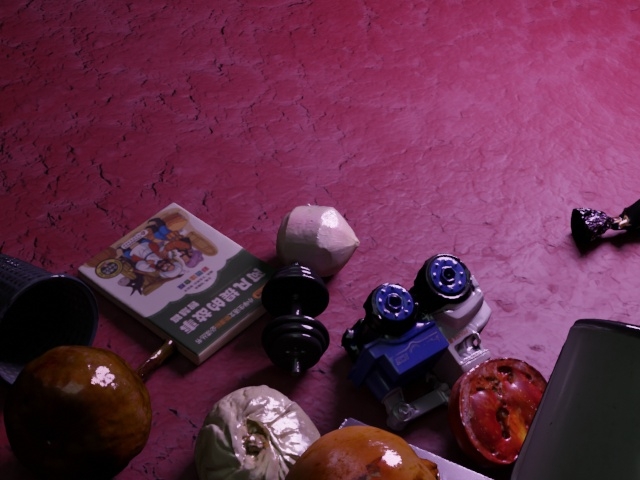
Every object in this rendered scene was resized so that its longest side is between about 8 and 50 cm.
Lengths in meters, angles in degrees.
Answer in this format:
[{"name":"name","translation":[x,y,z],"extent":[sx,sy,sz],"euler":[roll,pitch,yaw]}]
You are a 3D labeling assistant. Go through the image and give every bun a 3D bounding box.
[{"name":"bun","translation":[-0.080,0.265,1.528],"extent":[0.164,0.111,0.188],"euler":[6,41,2]}]

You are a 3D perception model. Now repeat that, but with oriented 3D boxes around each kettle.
[{"name":"kettle","translation":[0.312,0.290,1.331],"extent":[0.250,0.361,0.377],"euler":[20,84,-10]}]

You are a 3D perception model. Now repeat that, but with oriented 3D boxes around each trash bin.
[{"name":"trash bin","translation":[-0.426,0.102,1.674],"extent":[0.175,0.175,0.161],"euler":[-35,42,-30]}]

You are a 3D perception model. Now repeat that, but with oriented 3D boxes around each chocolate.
[{"name":"chocolate","translation":[0.466,-0.032,1.857],"extent":[0.147,0.072,0.070],"euler":[-9,48,0]}]

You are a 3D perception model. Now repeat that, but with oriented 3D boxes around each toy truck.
[{"name":"toy truck","translation":[0.143,0.140,1.642],"extent":[0.213,0.161,0.177],"euler":[-27,70,-25]}]

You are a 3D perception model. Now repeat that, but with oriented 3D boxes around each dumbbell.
[{"name":"dumbbell","translation":[-0.036,0.108,1.694],"extent":[0.099,0.099,0.209],"euler":[-1,44,0]}]

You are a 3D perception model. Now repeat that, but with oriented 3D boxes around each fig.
[{"name":"fig","translation":[-0.263,0.207,1.559],"extent":[0.290,0.191,0.190],"euler":[-17,44,-39]}]

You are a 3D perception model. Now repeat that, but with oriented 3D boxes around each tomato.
[{"name":"tomato","translation":[0.226,0.230,1.568],"extent":[0.159,0.091,0.139],"euler":[-25,82,-30]}]

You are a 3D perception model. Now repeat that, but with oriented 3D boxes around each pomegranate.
[{"name":"pomegranate","translation":[0.051,0.328,1.399],"extent":[0.209,0.209,0.209],"euler":[0,44,0]}]

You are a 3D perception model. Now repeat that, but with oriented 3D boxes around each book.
[{"name":"book","translation":[-0.203,0.058,1.799],"extent":[0.264,0.027,0.202],"euler":[32,52,29]}]

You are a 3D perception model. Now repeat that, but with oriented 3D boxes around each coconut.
[{"name":"coconut","translation":[0.000,0.000,1.804],"extent":[0.124,0.110,0.110],"euler":[6,44,15]}]

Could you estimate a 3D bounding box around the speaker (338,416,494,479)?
[{"name":"speaker","translation":[0.119,0.301,1.508],"extent":[0.218,0.082,0.044],"euler":[20,43,20]}]
